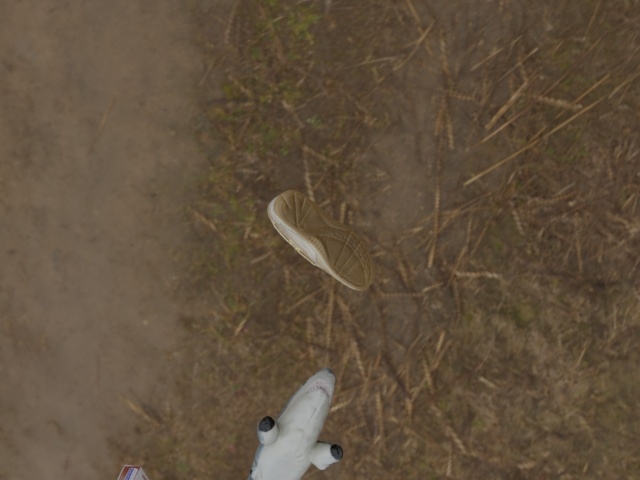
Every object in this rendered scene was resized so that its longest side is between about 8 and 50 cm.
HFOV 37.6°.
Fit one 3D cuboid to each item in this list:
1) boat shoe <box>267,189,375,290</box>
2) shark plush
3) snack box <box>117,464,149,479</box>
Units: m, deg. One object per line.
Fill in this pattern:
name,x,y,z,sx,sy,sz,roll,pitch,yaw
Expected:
boat shoe,0.000,0.000,1.209,0.170,0.063,0.059,45,159,-17
shark plush,-0.026,0.180,0.810,0.073,0.067,0.161,15,130,-5
snack box,-0.163,0.299,0.922,0.022,0.064,0.178,-2,132,21
